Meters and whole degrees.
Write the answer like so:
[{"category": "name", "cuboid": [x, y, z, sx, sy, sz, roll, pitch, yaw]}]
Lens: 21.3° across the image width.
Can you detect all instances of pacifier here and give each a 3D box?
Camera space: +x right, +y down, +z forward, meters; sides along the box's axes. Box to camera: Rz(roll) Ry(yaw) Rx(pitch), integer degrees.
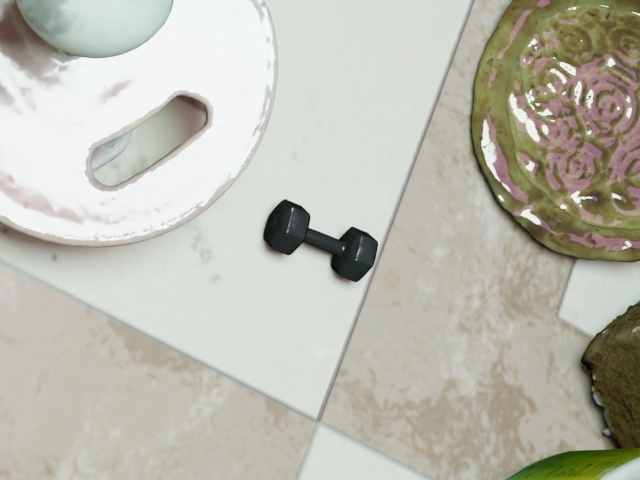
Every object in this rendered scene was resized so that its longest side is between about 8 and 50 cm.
[{"category": "pacifier", "cuboid": [-0.162, -0.153, 1.066, 0.332, 0.273, 0.220, 58, 40, -10]}]

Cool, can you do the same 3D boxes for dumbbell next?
[{"category": "dumbbell", "cuboid": [0.000, 0.000, 1.233, 0.083, 0.040, 0.036, 22, 40, -26]}]

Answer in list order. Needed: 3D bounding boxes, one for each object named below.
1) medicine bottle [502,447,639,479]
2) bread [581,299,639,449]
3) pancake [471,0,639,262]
[{"category": "medicine bottle", "cuboid": [0.190, 0.220, 1.219, 0.088, 0.188, 0.132, -19, 92, -30]}, {"category": "bread", "cuboid": [0.357, 0.227, 1.360, 0.165, 0.113, 0.416, -27, 97, -29]}, {"category": "pancake", "cuboid": [0.236, -0.104, 1.359, 0.250, 0.031, 0.250, 1, 82, -10]}]
